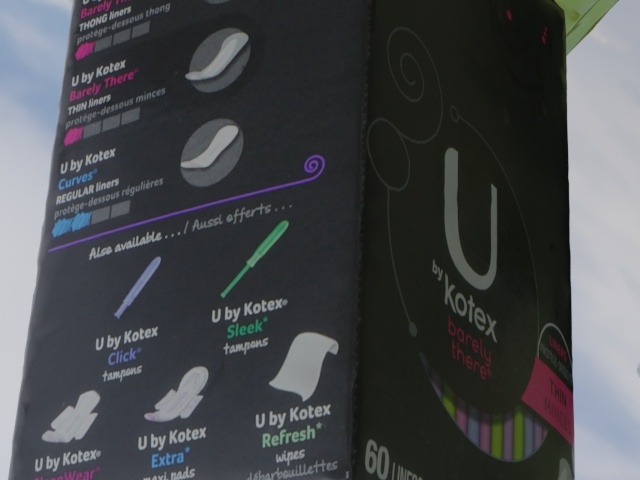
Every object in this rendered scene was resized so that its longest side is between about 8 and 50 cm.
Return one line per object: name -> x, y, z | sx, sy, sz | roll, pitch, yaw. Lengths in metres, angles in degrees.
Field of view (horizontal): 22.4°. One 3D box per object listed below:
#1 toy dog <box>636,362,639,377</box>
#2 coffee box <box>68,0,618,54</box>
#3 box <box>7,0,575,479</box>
toy dog -> 0.332, 0.176, 1.383 | 0.220, 0.161, 0.333 | -112, 6, -50
coffee box -> 0.018, -0.294, 0.965 | 0.337, 0.338, 0.334 | 18, -148, -51
box -> 0.000, 0.000, 0.608 | 0.165, 0.143, 0.270 | 37, -133, -48
